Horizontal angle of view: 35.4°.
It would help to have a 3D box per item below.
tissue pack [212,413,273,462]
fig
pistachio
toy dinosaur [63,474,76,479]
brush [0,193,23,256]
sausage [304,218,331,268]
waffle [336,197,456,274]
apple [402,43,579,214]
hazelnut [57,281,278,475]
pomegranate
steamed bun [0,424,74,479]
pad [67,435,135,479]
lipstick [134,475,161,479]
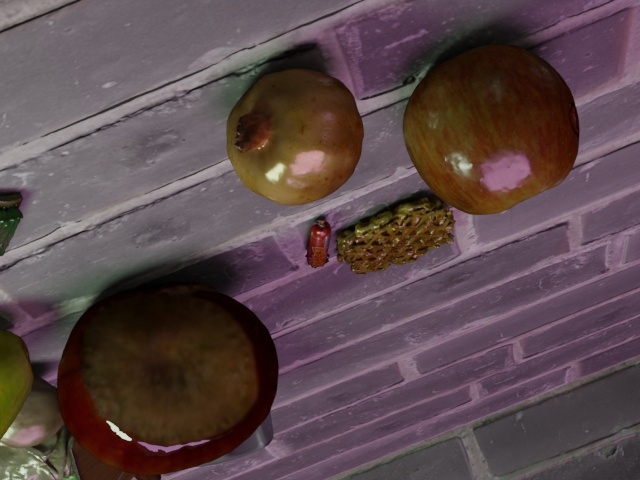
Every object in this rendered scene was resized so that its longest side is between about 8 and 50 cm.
[{"bbox_3d":[-0.268,0.380,2.202,0.235,0.230,0.333,-12,167,19],"label":"tissue pack"},{"bbox_3d":[-0.656,0.276,1.757,0.326,0.258,0.258,-37,156,-10],"label":"fig"},{"bbox_3d":[-0.627,0.333,2.002,0.237,0.153,0.138,15,134,-9],"label":"pistachio"},{"bbox_3d":[-0.648,0.535,2.375,0.499,0.144,0.374,-19,149,-16],"label":"toy dinosaur"},{"bbox_3d":[-0.527,0.019,1.576,0.054,0.048,0.282,-1,150,-35],"label":"brush"},{"bbox_3d":[0.000,0.000,1.921,0.050,0.048,0.145,19,149,6],"label":"sausage"},{"bbox_3d":[0.153,-0.005,2.017,0.254,0.052,0.245,-25,155,10],"label":"waffle"},{"bbox_3d":[0.276,-0.159,1.586,0.309,0.250,0.277,6,143,-47],"label":"apple"},{"bbox_3d":[-0.285,0.249,1.868,0.409,0.359,0.359,-8,151,-25],"label":"hazelnut"},{"bbox_3d":[-0.037,-0.152,1.449,0.207,0.207,0.207,-17,154,-8],"label":"pomegranate"},{"bbox_3d":[-0.619,0.431,2.179,0.217,0.211,0.144,-2,109,0],"label":"steamed bun"},{"bbox_3d":[-0.435,0.438,2.231,0.286,0.018,0.284,-43,145,-37],"label":"pad"},{"bbox_3d":[-0.454,0.476,2.316,0.057,0.057,0.357,-21,138,-1],"label":"lipstick"}]
